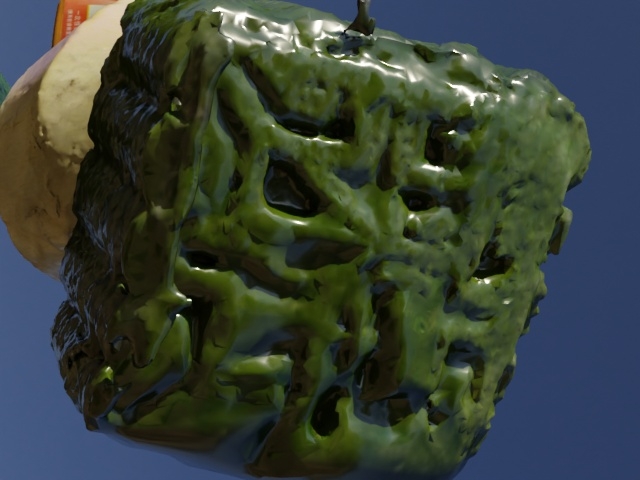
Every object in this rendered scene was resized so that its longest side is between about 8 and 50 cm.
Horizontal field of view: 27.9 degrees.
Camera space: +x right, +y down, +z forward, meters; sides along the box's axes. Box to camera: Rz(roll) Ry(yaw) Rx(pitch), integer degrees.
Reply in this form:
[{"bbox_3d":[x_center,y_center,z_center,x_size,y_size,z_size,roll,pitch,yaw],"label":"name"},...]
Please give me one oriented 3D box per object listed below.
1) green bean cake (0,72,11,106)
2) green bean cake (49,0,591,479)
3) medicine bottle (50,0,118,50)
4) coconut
[{"bbox_3d":[-0.427,-0.146,1.621,0.193,0.107,0.208,62,-6,-19],"label":"green bean cake"},{"bbox_3d":[0.000,0.000,0.879,0.218,0.319,0.335,-138,-120,-64],"label":"green bean cake"},{"bbox_3d":[-0.171,-0.188,1.385,0.112,0.222,0.149,86,0,-53],"label":"medicine bottle"},{"bbox_3d":[-0.145,-0.072,1.062,0.259,0.259,0.259,2,-87,52],"label":"coconut"}]
